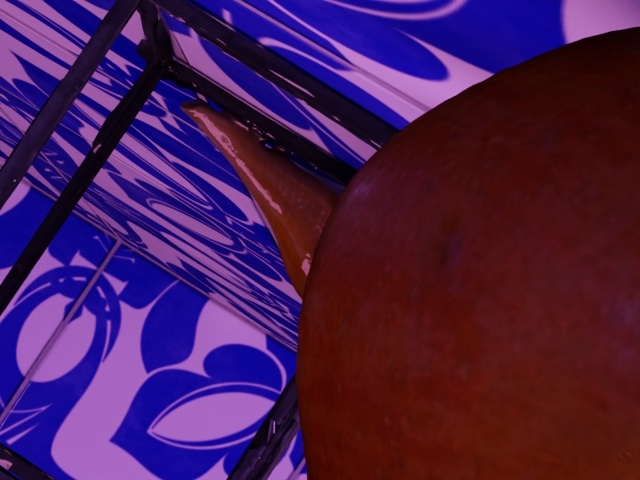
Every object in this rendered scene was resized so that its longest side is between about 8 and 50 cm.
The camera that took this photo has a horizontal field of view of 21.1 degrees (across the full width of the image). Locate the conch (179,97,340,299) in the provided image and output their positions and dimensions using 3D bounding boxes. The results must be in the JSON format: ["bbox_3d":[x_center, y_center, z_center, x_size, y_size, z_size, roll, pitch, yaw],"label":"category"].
[{"bbox_3d":[-0.003,0.004,1.436,0.330,0.093,0.109,38,177,-25],"label":"conch"}]

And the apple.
[{"bbox_3d":[0.146,0.061,0.562,0.301,0.301,0.301,32,172,5],"label":"apple"}]

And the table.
[{"bbox_3d":[-0.115,0.037,1.197,0.272,0.335,0.222,33,172,4],"label":"table"}]

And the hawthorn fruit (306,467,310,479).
[{"bbox_3d":[0.115,0.208,1.359,0.287,0.330,0.287,9,157,4],"label":"hawthorn fruit"}]
